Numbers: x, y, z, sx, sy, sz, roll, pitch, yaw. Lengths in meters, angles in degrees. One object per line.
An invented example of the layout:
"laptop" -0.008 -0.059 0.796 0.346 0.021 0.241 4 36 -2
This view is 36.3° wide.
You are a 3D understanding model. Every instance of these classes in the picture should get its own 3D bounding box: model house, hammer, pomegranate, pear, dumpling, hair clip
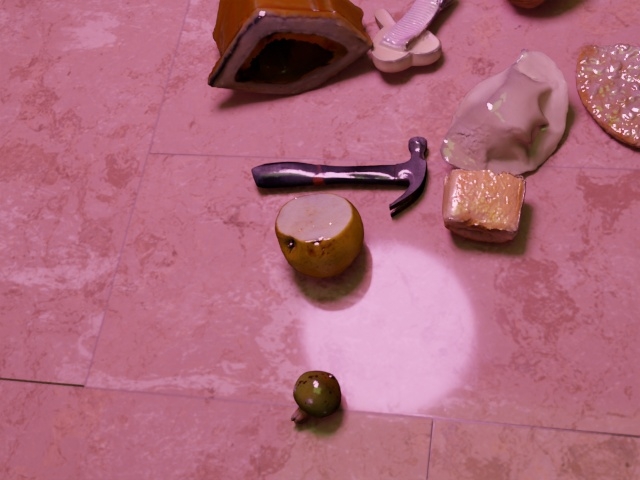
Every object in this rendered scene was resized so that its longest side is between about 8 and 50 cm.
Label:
"model house" -0.062 -0.390 1.723 0.268 0.173 0.239 3 47 -16
"hammer" 0.029 -0.103 1.601 0.289 0.037 0.137 -1 60 10
"pomegranate" -0.005 0.231 1.413 0.073 0.073 0.085 8 99 15
"pear" 0.000 0.000 1.515 0.141 0.104 0.141 -4 37 3
"dumpling" 0.299 -0.183 1.556 0.166 0.126 0.216 44 61 1
"hair clip" 0.153 -0.376 1.709 0.159 0.071 0.218 22 62 28

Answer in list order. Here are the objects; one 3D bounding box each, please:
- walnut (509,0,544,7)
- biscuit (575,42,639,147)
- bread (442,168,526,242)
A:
"walnut" 0.369 -0.483 1.675 0.166 0.166 0.149 -40 53 -11
"biscuit" 0.523 -0.237 1.574 0.188 0.040 0.265 -33 62 -7
"bread" 0.247 -0.053 1.508 0.125 0.082 0.106 10 74 5
